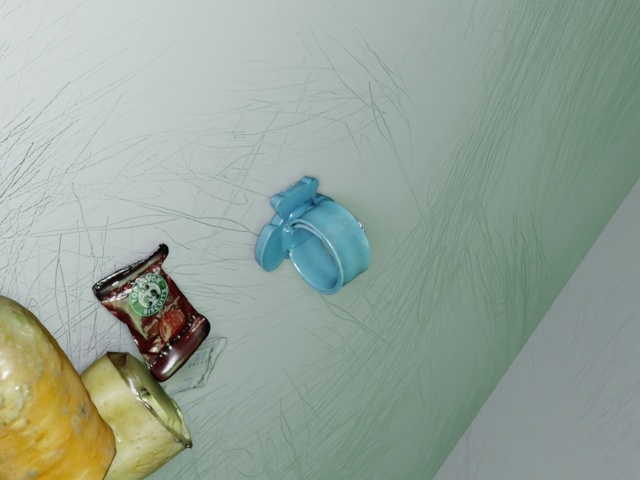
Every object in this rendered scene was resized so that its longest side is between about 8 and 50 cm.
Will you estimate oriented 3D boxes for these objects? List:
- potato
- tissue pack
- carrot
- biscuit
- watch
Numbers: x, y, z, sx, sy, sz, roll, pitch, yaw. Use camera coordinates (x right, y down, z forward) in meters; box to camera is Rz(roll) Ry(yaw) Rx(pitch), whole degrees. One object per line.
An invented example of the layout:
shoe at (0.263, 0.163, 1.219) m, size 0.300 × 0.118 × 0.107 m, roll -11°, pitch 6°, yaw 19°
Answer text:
potato at (-0.365, 0.336, 1.801) m, size 0.242 × 0.242 × 0.285 m, roll -49°, pitch 168°, yaw -11°
tissue pack at (-0.273, 0.255, 2.005) m, size 0.193 × 0.026 × 0.123 m, roll -8°, pitch 125°, yaw -49°
carrot at (-0.464, 0.247, 1.536) m, size 0.224 × 0.224 × 0.341 m, roll -43°, pitch 125°, yaw -19°
biscuit at (-0.293, 0.123, 1.814) m, size 0.151 × 0.063 × 0.235 m, roll -45°, pitch 129°, yaw -27°
watch at (0.000, 0.000, 1.983) m, size 0.211 × 0.193 × 0.211 m, roll -35°, pitch 143°, yaw -32°
